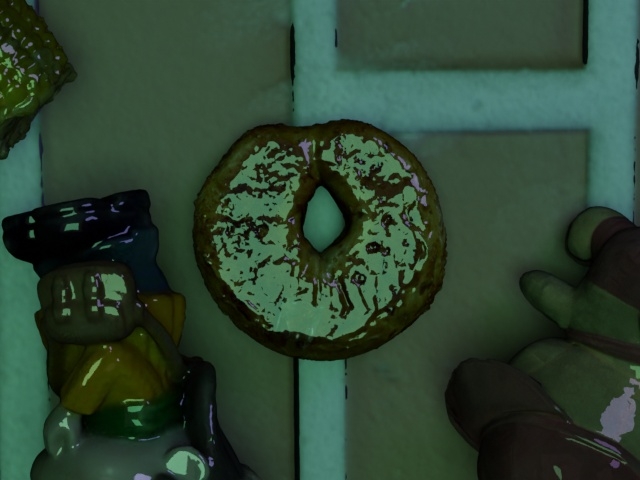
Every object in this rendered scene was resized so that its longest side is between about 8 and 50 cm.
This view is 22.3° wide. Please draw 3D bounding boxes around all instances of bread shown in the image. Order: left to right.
[{"bbox_3d":[0.000,0.000,1.196,0.193,0.064,0.193,0,91,-3],"label":"bread"}]

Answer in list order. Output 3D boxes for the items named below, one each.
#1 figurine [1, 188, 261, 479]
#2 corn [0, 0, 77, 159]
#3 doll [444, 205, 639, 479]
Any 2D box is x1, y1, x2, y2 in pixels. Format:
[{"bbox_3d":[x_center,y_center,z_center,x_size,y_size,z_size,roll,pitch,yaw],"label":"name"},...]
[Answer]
[{"bbox_3d":[-0.126,0.133,1.159,0.204,0.185,0.332,7,80,-27],"label":"figurine"},{"bbox_3d":[-0.314,-0.204,1.119,0.131,0.131,0.344,-42,97,3],"label":"corn"},{"bbox_3d":[0.204,0.111,1.176,0.196,0.152,0.256,27,79,25],"label":"doll"}]
